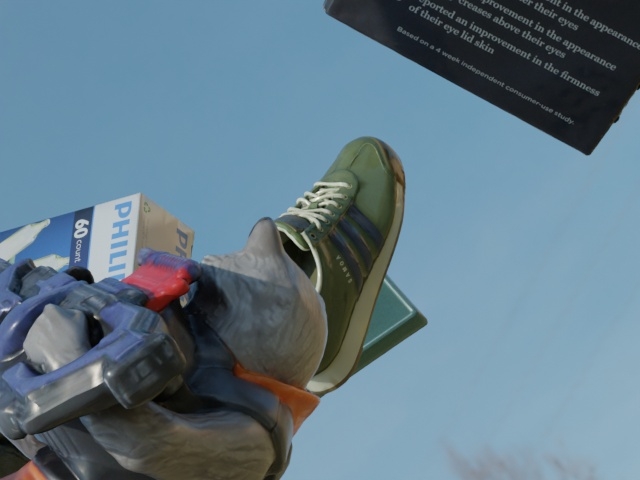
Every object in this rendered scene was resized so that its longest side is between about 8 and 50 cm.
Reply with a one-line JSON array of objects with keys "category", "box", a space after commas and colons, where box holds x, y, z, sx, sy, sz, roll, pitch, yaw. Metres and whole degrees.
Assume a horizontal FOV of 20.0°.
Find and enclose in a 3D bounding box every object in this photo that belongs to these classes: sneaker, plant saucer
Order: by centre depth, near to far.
[{"category": "sneaker", "box": [0.000, 0.000, 1.223, 0.064, 0.192, 0.086, -8, -33, 41]}, {"category": "plant saucer", "box": [-0.015, 0.084, 1.313, 0.192, 0.067, 0.018, -33, -23, -19]}]

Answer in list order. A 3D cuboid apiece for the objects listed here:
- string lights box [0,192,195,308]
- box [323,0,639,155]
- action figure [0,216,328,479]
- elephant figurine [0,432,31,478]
[{"category": "string lights box", "box": [-0.224, 0.064, 1.374, 0.259, 0.133, 0.077, -15, -32, 28]}, {"category": "box", "box": [0.117, -0.170, 0.841, 0.207, 0.153, 0.108, -59, 3, 40]}, {"category": "action figure", "box": [-0.127, 0.121, 0.888, 0.330, 0.178, 0.341, -45, 17, -3]}, {"category": "elephant figurine", "box": [-0.270, 0.145, 1.826, 0.239, 0.169, 0.186, -34, -21, 12]}]
